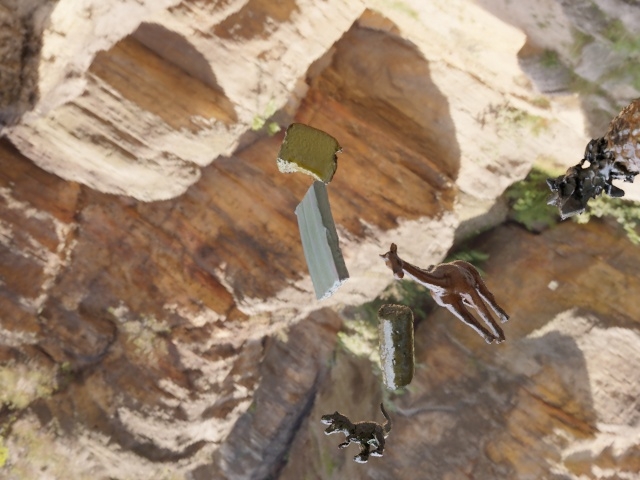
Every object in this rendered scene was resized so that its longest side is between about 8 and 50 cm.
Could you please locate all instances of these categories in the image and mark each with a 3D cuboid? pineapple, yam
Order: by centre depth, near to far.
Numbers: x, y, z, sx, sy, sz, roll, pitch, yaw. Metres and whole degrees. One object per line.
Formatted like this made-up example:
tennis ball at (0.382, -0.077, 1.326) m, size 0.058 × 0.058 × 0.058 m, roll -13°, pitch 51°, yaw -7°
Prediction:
pineapple at (0.423, -0.113, 0.985) m, size 0.119 × 0.237 × 0.111 m, roll 19°, pitch -129°, yaw -19°
yam at (0.161, 0.222, 1.426) m, size 0.078 × 0.179 × 0.078 m, roll -6°, pitch -160°, yaw 2°

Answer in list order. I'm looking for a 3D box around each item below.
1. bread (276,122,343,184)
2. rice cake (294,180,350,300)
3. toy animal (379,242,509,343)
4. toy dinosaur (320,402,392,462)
bread at (-0.029, -0.225, 1.831) m, size 0.160 × 0.140 × 0.169 m, roll 20°, pitch 178°, yaw -1°
rice cake at (0.000, 0.000, 1.446) m, size 0.043 × 0.127 × 0.237 m, roll -3°, pitch -116°, yaw -28°
toy animal at (0.188, 0.072, 1.021) m, size 0.230 × 0.066 × 0.224 m, roll 47°, pitch -156°, yaw -3°
toy dinosaur at (0.101, 0.415, 1.582) m, size 0.187 × 0.087 × 0.179 m, roll 33°, pitch -135°, yaw -22°
